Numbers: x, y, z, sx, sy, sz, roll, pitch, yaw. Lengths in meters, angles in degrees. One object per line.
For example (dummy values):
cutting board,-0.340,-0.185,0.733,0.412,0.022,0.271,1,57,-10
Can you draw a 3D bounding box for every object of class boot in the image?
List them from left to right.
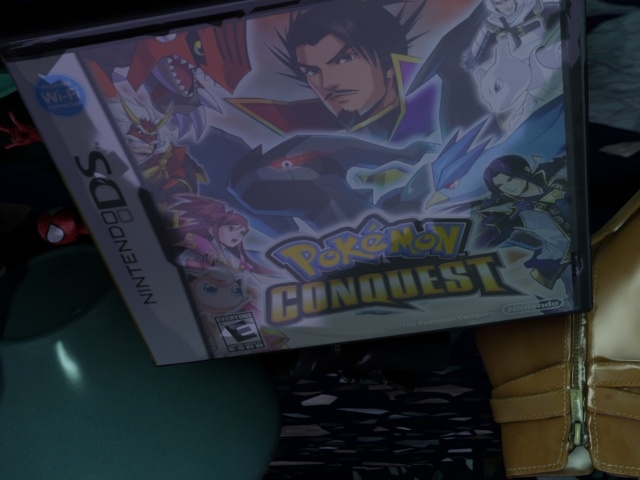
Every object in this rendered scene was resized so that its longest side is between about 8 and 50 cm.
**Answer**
boot,-0.004,0.119,1.075,0.207,0.094,0.246,7,168,-36
boot,0.248,0.061,0.722,0.284,0.220,0.109,-9,159,22

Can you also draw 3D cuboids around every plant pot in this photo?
plant pot,-0.200,0.119,0.870,0.290,0.290,0.195,-7,125,18

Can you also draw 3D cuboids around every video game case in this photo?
video game case,0.003,-0.035,0.536,0.275,0.035,0.248,-8,133,8

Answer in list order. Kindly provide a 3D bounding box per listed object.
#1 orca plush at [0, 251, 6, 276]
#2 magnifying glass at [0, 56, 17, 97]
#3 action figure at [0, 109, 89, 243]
orca plush,-0.397,0.014,0.831,0.287,0.102,0.151,-6,-154,37
magnifying glass,-0.168,-0.101,0.543,0.231,0.026,0.092,-6,160,12
action figure,-0.095,-0.039,0.628,0.280,0.091,0.139,-13,164,30
